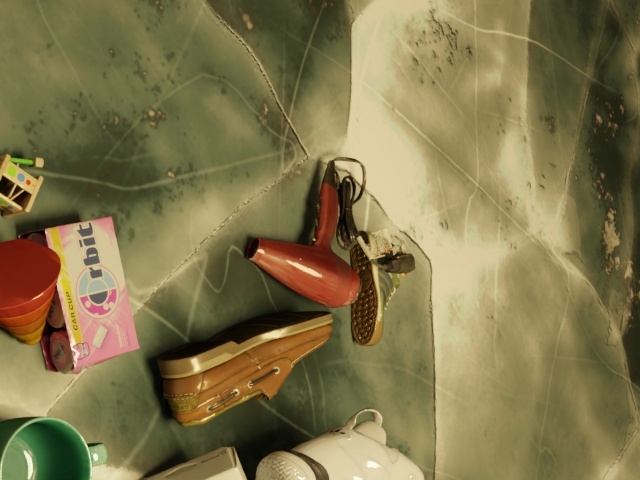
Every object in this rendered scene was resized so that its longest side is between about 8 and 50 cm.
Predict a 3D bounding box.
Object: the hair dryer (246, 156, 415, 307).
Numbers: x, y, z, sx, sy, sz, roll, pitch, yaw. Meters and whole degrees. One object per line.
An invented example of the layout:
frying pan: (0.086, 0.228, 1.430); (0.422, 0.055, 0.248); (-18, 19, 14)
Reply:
hair dryer: (0.000, 0.000, 1.899); (0.293, 0.080, 0.223); (-21, 76, -44)

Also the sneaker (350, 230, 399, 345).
sneaker: (0.100, 0.082, 1.998); (0.086, 0.064, 0.192); (10, 72, -42)

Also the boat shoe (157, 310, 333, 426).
boat shoe: (-0.101, 0.179, 1.732); (0.307, 0.111, 0.104); (-16, 99, -39)

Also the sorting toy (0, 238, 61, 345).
sorting toy: (-0.425, 0.157, 1.389); (0.365, 0.127, 0.126); (-52, 150, -37)

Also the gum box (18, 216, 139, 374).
gum box: (-0.307, 0.072, 1.541); (0.107, 0.062, 0.188); (-15, 93, -49)

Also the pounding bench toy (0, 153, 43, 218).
pounding bench toy: (-0.386, -0.082, 1.491); (0.065, 0.052, 0.083); (39, 55, -37)

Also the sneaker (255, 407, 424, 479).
sneaker: (0.055, 0.417, 1.683); (0.210, 0.137, 0.366); (-30, 111, -34)

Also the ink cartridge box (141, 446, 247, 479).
ink cartridge box: (-0.145, 0.400, 1.589); (0.153, 0.087, 0.208); (-23, 102, -5)

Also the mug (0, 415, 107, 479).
mug: (-0.343, 0.280, 1.434); (0.158, 0.097, 0.129); (36, 57, -39)
